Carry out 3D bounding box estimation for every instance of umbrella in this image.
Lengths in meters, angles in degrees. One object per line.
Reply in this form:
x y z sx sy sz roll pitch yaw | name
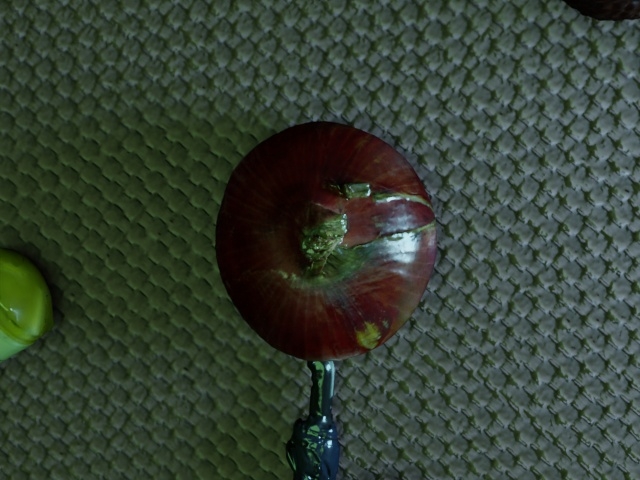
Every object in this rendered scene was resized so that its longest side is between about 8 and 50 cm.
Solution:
-0.007 0.239 1.476 0.071 0.071 0.248 9 101 10 | umbrella

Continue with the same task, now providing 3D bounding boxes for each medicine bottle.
-0.406 0.100 1.511 0.239 0.124 0.124 -31 91 13 | medicine bottle

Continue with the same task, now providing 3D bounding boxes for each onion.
-0.001 0.001 1.403 0.248 0.161 0.248 1 92 32 | onion

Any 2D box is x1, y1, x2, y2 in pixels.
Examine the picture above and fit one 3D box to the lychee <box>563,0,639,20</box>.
0.275 -0.302 1.285 0.194 0.194 0.194 2 98 11 | lychee
